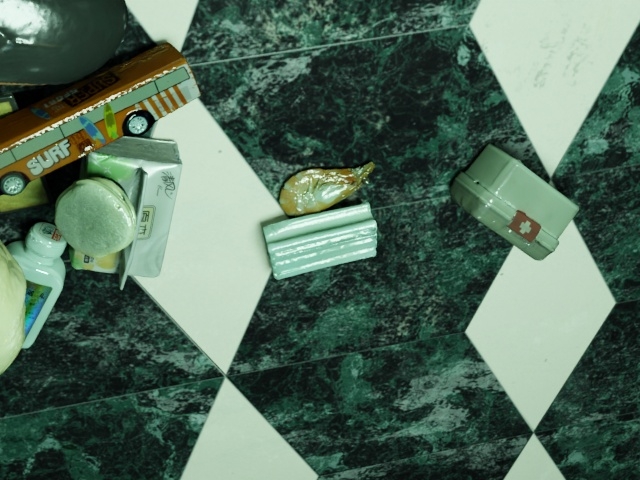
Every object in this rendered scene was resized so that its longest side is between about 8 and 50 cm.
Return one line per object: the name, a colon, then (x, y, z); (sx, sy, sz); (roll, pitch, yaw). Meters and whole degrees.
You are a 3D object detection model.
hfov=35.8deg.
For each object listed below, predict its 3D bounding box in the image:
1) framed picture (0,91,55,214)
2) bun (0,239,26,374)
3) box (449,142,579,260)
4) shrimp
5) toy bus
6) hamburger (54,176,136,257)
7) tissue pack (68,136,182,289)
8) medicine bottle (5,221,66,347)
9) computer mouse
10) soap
framed picture: (-0.622, -0.110, 1.578); (0.338, 0.014, 0.255); (-11, 141, -6)
bun: (-0.601, 0.047, 1.564); (0.202, 0.364, 0.364); (-49, 129, -26)
box: (0.353, -0.071, 1.807); (0.210, 0.148, 0.129); (31, 100, -28)
shrimp: (0.014, -0.095, 1.767); (0.184, 0.043, 0.091); (-19, 121, 1)
toy bus: (-0.384, -0.177, 1.530); (0.408, 0.093, 0.092); (-29, 134, -14)
hamburger: (-0.352, -0.039, 1.568); (0.140, 0.062, 0.133); (-27, 103, 28)
tissue pack: (-0.327, -0.046, 1.654); (0.159, 0.145, 0.229); (7, 120, -17)
medicine bottle: (-0.515, 0.075, 1.725); (0.121, 0.083, 0.229); (25, 115, -19)
computer mouse: (-0.410, -0.307, 1.415); (0.323, 0.116, 0.183); (-11, 134, -43)
soap: (0.000, 0.000, 1.795); (0.198, 0.063, 0.115); (-13, 149, -6)
